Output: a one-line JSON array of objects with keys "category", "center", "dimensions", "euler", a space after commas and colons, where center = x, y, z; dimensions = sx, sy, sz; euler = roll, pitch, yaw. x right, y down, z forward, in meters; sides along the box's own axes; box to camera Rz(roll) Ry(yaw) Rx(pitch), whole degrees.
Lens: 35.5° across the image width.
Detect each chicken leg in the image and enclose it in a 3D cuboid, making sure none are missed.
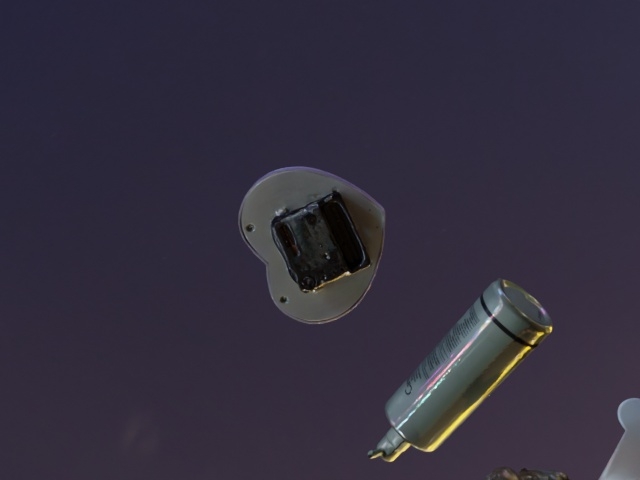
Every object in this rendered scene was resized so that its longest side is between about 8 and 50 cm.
[{"category": "chicken leg", "center": [0.235, 0.288, 1.119], "dimensions": [0.198, 0.069, 0.085], "euler": [28, -148, -47]}]

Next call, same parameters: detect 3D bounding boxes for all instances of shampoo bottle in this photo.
[{"category": "shampoo bottle", "center": [0.154, 0.164, 1.163], "dimensions": [0.085, 0.085, 0.262], "euler": [29, -66, -22]}]

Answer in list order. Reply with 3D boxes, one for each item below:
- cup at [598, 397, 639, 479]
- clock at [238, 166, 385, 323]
[{"category": "cup", "center": [0.524, 0.334, 1.367], "dimensions": [0.290, 0.258, 0.219], "euler": [-2, -60, -58]}, {"category": "clock", "center": [0.000, 0.000, 1.218], "dimensions": [0.172, 0.064, 0.198], "euler": [-23, -79, 8]}]
